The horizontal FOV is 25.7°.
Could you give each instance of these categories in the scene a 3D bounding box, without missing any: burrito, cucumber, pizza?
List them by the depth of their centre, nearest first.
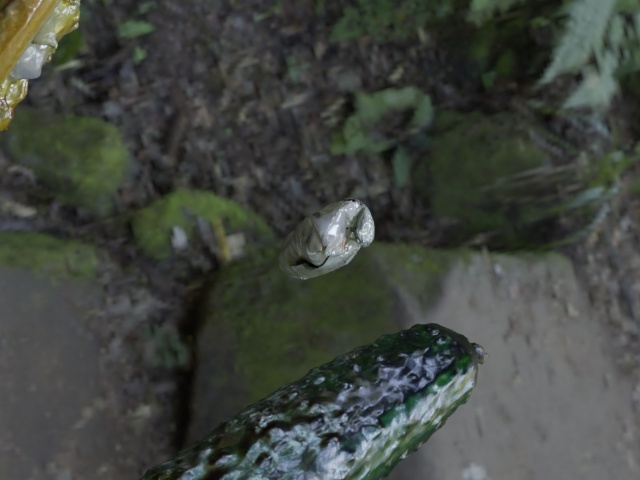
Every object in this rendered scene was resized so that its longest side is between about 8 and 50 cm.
[{"bbox_3d":[-0.013,0.100,0.630,0.294,0.068,0.067,-28,104,-41],"label":"cucumber"},{"bbox_3d":[0.001,0.002,1.034,0.045,0.058,0.188,61,-11,-1],"label":"burrito"},{"bbox_3d":[-0.315,-0.187,1.403,0.089,0.323,0.223,33,33,-17],"label":"pizza"}]
